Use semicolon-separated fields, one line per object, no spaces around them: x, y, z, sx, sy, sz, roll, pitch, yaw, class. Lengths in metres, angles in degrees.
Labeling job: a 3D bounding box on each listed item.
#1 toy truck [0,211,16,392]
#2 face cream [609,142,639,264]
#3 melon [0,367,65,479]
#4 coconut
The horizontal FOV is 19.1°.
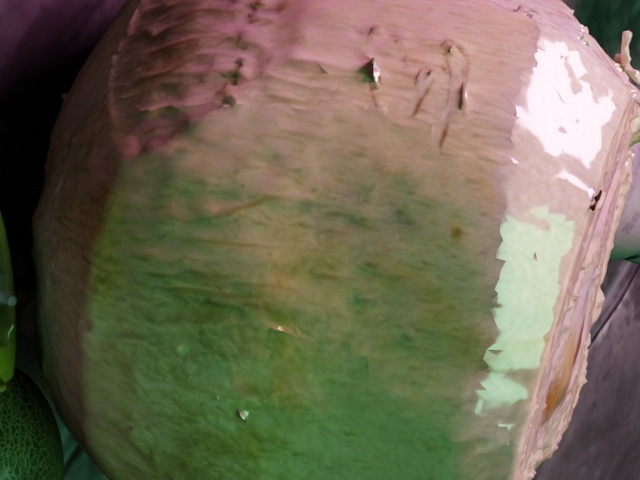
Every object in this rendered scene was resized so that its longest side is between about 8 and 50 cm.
-0.238;0.059;0.728;0.286;0.111;0.136;-23;121;-39;toy truck
0.125;-0.050;1.120;0.314;0.089;0.143;17;95;-43;face cream
-0.165;0.132;0.856;0.099;0.099;0.162;17;91;-51;melon
0.000;0.000;0.854;0.297;0.254;0.297;17;90;-75;coconut
